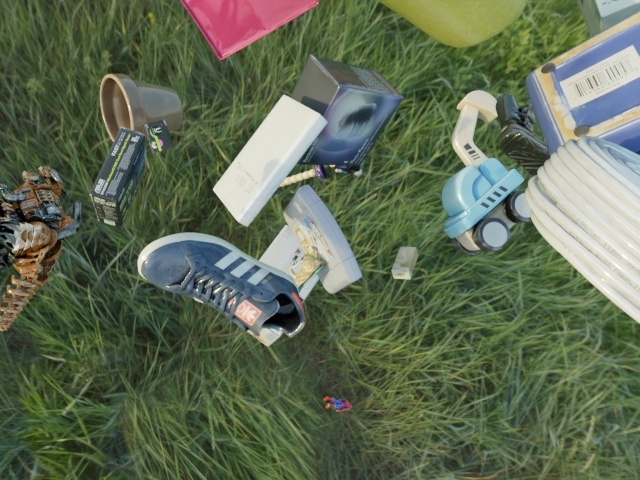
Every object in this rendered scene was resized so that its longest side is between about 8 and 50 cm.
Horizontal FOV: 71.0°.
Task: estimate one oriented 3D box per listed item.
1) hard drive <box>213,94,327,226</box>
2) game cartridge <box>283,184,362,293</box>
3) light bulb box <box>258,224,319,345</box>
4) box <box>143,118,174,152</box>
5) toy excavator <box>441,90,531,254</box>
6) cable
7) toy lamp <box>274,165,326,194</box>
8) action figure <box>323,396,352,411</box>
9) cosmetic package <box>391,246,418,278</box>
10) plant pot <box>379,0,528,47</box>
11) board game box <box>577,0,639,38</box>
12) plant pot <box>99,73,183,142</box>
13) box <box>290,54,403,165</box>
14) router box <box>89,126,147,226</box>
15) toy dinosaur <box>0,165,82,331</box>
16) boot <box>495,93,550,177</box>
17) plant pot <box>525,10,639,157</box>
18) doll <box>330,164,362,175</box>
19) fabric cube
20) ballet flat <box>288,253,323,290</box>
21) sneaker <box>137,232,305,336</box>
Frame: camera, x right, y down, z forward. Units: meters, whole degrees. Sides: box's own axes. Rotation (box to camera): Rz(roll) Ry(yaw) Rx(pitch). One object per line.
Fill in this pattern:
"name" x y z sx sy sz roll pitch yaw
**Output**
"hard drive" -0.153 -0.233 1.267 0.047 0.233 0.353 33 98 -41
"game cartridge" 0.000 0.000 1.263 0.062 0.198 0.297 -28 82 -20
"light bulb box" -0.171 0.188 1.754 0.225 0.358 0.361 35 67 0
"box" -0.469 -0.303 1.299 0.062 0.052 0.083 -20 109 -18
"toy excavator" 0.533 -0.231 1.529 0.433 0.222 0.445 -41 90 -8
"cable" 0.322 0.002 0.424 0.257 0.089 0.257 14 36 -26
"toy lamp" -0.117 -0.233 1.721 0.275 0.080 0.080 -15 70 15
"action figure" 0.055 0.490 1.340 0.115 0.030 0.038 25 27 -40
"cosmetic package" 0.283 0.074 1.500 0.115 0.060 0.041 -63 142 -41
"plant pot" 0.147 -0.389 0.562 0.254 0.276 0.275 21 60 -39
"board game box" 0.572 -0.563 0.916 0.224 0.098 0.303 -1 74 -61
"plant pot" -0.642 -0.477 1.652 0.229 0.263 0.262 -19 76 -40
"box" 0.056 -0.407 1.468 0.294 0.296 0.182 -7 52 -40
"router box" -0.302 -0.094 0.679 0.038 0.092 0.122 16 65 -12
"toy dinosaur" -0.547 -0.006 0.797 0.219 0.164 0.321 -4 37 -16
"boot" 0.552 -0.254 1.146 0.247 0.094 0.207 32 47 -12
"plant pot" 0.441 -0.172 0.642 0.212 0.236 0.235 31 46 -41
"doll" 0.115 -0.313 1.901 0.189 0.129 0.046 12 64 -51
"fabric cube" -0.162 -0.595 0.949 0.259 0.254 0.258 56 26 -35
"ballet flat" -0.068 0.110 1.279 0.067 0.206 0.073 43 30 6
"sneaker" -0.164 0.098 0.847 0.350 0.131 0.148 21 25 -37
